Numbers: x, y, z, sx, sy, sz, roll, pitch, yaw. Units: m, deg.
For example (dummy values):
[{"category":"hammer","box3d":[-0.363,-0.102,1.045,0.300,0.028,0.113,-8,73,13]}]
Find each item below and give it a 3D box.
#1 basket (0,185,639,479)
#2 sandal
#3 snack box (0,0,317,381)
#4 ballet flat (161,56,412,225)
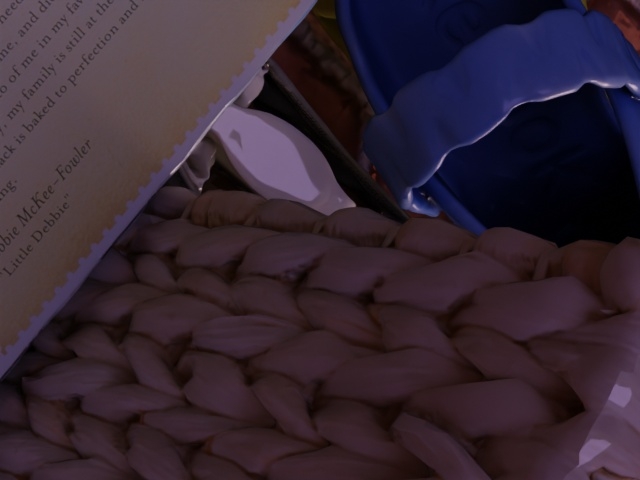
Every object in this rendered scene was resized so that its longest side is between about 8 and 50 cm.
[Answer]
[{"category":"basket","box3d":[0.020,0.180,0.524,0.331,0.328,0.266,43,70,-33]},{"category":"sandal","box3d":[0.102,-0.003,0.649,0.126,0.138,0.317,-36,116,17]},{"category":"snack box","box3d":[-0.126,-0.064,0.483,0.322,0.060,0.187,-51,124,-11]},{"category":"ballet flat","box3d":[0.000,0.000,0.638,0.213,0.068,0.072,44,72,-33]}]
